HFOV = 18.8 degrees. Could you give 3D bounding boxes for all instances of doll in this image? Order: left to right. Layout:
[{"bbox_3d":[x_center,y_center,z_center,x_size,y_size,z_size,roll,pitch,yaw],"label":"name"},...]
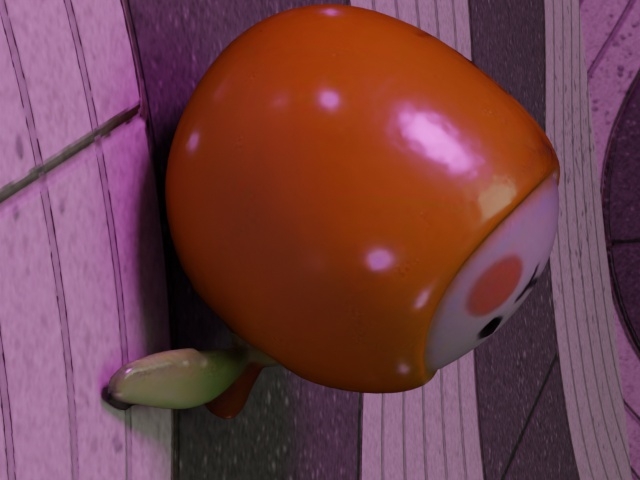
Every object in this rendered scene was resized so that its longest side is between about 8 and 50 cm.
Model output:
[{"bbox_3d":[0.000,0.000,0.980,0.236,0.213,0.213,-50,160,3],"label":"doll"}]
